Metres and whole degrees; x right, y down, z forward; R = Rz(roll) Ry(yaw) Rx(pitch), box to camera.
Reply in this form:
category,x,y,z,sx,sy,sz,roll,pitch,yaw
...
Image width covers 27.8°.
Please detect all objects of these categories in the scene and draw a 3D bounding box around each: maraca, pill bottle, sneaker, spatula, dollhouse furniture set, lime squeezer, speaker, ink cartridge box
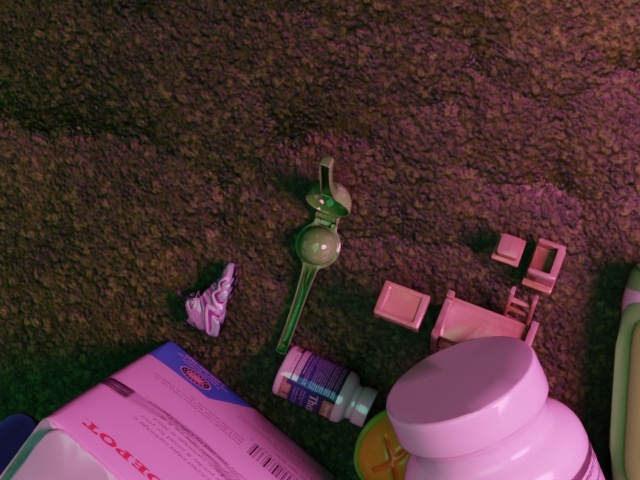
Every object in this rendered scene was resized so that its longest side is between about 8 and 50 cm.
category,x,y,z,sx,sy,sz,roll,pitch,yaw
maraca,0.129,0.262,1.554,0.186,0.099,0.127,17,104,-17
pill bottle,0.007,0.182,1.581,0.120,0.067,0.067,24,102,8
sneaker,-0.146,0.067,1.614,0.069,0.038,0.098,18,100,9
spatula,-0.336,0.359,1.698,0.084,0.030,0.296,-38,88,12
dollhouse furniture set,0.177,0.056,1.534,0.182,0.101,0.161,21,77,9
lime squeezer,0.000,0.000,1.547,0.059,0.110,0.310,10,131,-5
speaker,0.400,0.177,1.466,0.131,0.131,0.296,3,98,12
ink cartridge box,-0.172,0.296,1.466,0.285,0.395,0.166,39,103,5
pill bottle,0.218,0.301,1.434,0.210,0.210,0.363,-20,109,14
